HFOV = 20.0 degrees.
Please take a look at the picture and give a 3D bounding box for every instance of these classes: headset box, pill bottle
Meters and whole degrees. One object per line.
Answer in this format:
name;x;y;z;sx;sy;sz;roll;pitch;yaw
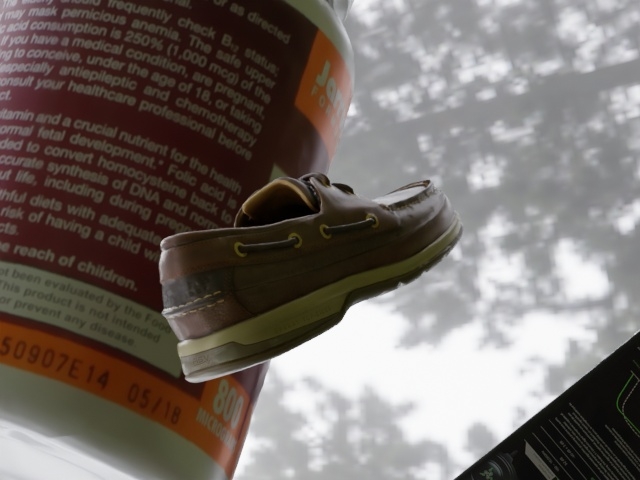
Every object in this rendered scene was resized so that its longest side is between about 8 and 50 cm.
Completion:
headset box;0.168;0.232;1.458;0.283;0.246;0.131;-36;-102;-22
pill bottle;-0.108;-0.046;1.036;0.224;0.224;0.392;29;-115;-27

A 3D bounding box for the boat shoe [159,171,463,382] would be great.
boat shoe;-0.001;0.000;0.732;0.178;0.064;0.060;-27;-84;-52
